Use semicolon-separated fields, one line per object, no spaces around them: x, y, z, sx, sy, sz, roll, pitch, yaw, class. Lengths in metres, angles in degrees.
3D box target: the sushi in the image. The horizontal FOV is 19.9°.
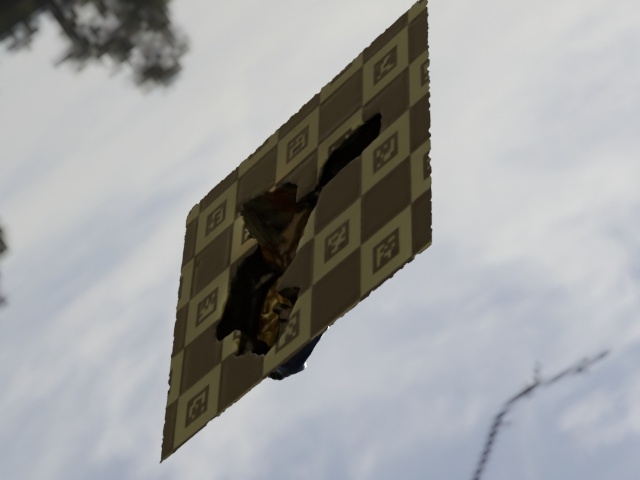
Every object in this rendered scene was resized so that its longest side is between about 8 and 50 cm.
0.000;0.000;1.637;0.359;0.064;0.343;-41;-151;31;sushi
